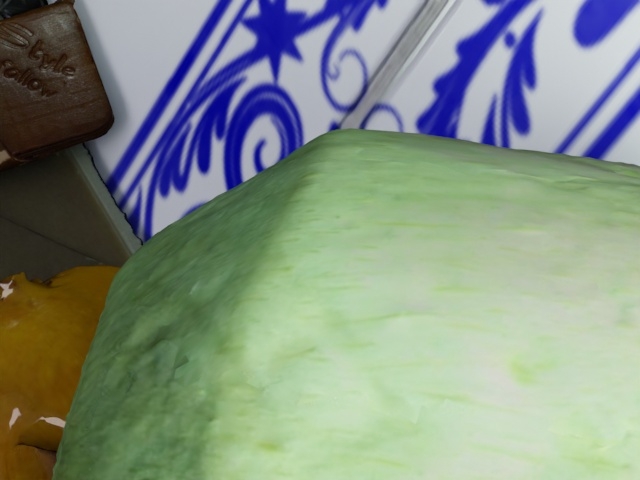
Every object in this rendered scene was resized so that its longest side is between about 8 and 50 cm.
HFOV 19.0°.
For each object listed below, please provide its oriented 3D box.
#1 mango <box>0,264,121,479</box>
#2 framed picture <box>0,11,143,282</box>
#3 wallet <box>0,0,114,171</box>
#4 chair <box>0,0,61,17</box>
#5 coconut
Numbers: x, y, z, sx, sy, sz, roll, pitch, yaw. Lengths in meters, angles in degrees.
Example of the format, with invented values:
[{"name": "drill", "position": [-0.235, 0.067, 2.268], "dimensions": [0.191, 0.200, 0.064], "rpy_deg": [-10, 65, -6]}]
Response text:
[{"name": "mango", "position": [-0.080, 0.144, 0.911], "dimensions": [0.287, 0.152, 0.201], "rpy_deg": [60, 150, -2]}, {"name": "framed picture", "position": [-0.220, -0.007, 1.061], "dimensions": [0.289, 0.211, 0.020], "rpy_deg": [56, 156, 29]}, {"name": "wallet", "position": [-0.209, -0.074, 1.070], "dimensions": [0.026, 0.176, 0.095], "rpy_deg": [97, 153, -64]}, {"name": "chair", "position": [-0.181, -0.143, 1.120], "dimensions": [0.086, 0.042, 0.037], "rpy_deg": [-33, 66, 36]}, {"name": "coconut", "position": [0.069, 0.114, 0.693], "dimensions": [0.328, 0.281, 0.329], "rpy_deg": [-1, 86, 7]}]
